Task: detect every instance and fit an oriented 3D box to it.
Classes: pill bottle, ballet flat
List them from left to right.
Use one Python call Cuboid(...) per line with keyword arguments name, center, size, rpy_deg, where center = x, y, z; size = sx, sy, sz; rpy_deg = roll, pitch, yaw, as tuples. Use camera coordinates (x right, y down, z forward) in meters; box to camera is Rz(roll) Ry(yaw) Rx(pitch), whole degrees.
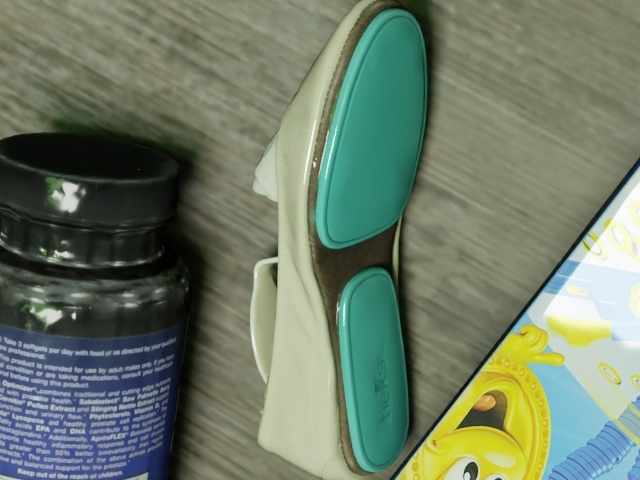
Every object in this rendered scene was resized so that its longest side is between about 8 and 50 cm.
Cuboid(name="pill bottle", center=(-0.131, 0.061, 0.799), size=(0.123, 0.123, 0.219), rpy_deg=(14, 107, 15))
Cuboid(name="ballet flat", center=(0.000, 0.000, 0.768), size=(0.086, 0.086, 0.248), rpy_deg=(7, 106, 17))

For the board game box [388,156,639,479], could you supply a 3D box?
Cuboid(name="board game box", center=(0.199, 0.145, 0.725), size=(0.308, 0.086, 0.302), rpy_deg=(37, 111, 7))
